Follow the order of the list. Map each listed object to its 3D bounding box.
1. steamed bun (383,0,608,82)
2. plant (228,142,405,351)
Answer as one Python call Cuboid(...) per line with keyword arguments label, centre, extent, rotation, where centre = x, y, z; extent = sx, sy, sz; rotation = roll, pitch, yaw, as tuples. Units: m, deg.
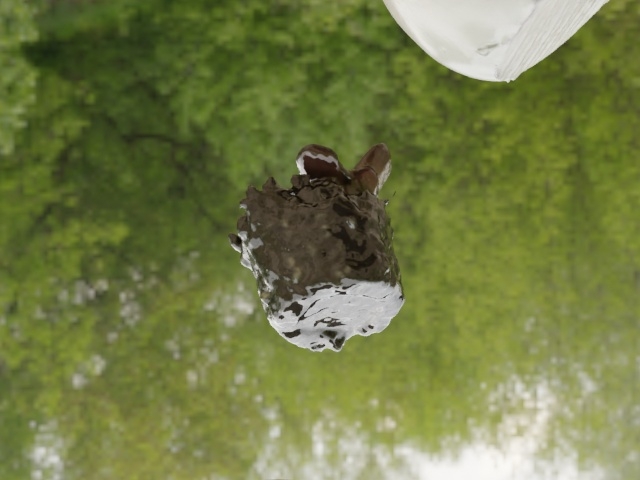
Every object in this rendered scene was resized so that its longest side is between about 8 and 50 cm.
Cuboid(label="steamed bun", centre=(0.167, -0.337, 1.472), extent=(0.309, 0.309, 0.309), rotation=(0, -174, 0))
Cuboid(label="plant", centre=(0.000, 0.000, 1.674), extent=(0.204, 0.234, 0.178), rotation=(-18, 154, 9))
